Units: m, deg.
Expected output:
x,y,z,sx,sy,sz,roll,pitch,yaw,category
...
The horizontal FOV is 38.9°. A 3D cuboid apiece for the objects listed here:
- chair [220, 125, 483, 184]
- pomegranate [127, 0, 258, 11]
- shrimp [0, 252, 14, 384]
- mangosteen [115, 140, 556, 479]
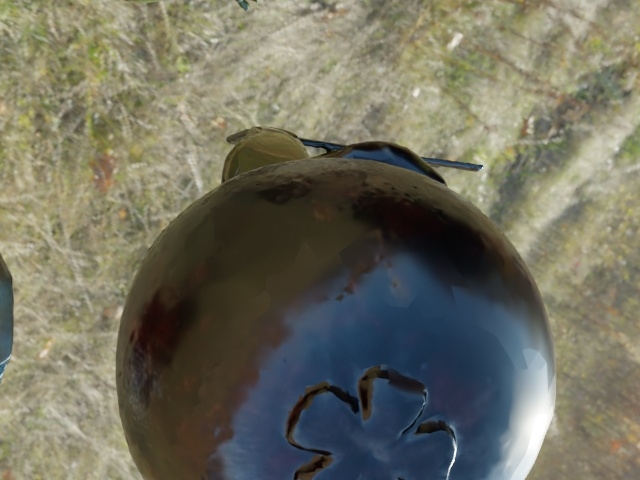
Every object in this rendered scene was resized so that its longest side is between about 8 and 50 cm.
x,y,z,sx,sy,sz,roll,pitch,yaw,category
0.000,0.000,0.724,0.247,0.172,0.158,9,78,-29,chair
-0.218,-0.411,1.243,0.231,0.286,0.231,-37,-169,9,pomegranate
-0.259,0.027,0.394,0.052,0.251,0.143,51,53,-82,shrimp
0.005,0.054,0.421,0.210,0.210,0.210,-37,146,-31,mangosteen
